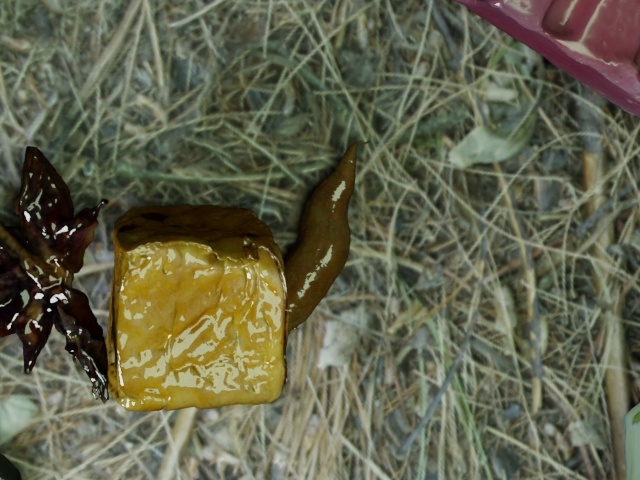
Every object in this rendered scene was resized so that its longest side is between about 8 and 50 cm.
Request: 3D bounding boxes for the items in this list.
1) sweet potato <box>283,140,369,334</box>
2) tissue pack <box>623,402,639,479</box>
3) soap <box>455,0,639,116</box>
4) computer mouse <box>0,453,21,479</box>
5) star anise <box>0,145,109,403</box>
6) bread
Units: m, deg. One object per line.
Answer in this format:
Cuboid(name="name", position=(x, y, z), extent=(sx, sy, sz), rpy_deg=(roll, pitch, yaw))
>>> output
Cuboid(name="sweet potato", position=(0.000, 0.000, 1.530), extent=(0.056, 0.056, 0.195), rpy_deg=(23, 86, -21))
Cuboid(name="tissue pack", position=(0.389, 0.287, 1.503), extent=(0.162, 0.287, 0.388), rpy_deg=(10, 61, -16))
Cuboid(name="soap", position=(0.302, -0.309, 1.539), extent=(0.233, 0.128, 0.360), rpy_deg=(30, 88, -20))
Cuboid(name="computer mouse", position=(-0.298, 0.258, 1.469), extent=(0.099, 0.057, 0.172), rpy_deg=(12, 83, -18))
Cuboid(name="star anise", position=(-0.245, 0.031, 1.420), extent=(0.157, 0.053, 0.212), rpy_deg=(-5, 85, 9))
Cuboid(name="bread", position=(-0.107, 0.055, 1.451), extent=(0.143, 0.149, 0.158), rpy_deg=(1, 98, -16))
